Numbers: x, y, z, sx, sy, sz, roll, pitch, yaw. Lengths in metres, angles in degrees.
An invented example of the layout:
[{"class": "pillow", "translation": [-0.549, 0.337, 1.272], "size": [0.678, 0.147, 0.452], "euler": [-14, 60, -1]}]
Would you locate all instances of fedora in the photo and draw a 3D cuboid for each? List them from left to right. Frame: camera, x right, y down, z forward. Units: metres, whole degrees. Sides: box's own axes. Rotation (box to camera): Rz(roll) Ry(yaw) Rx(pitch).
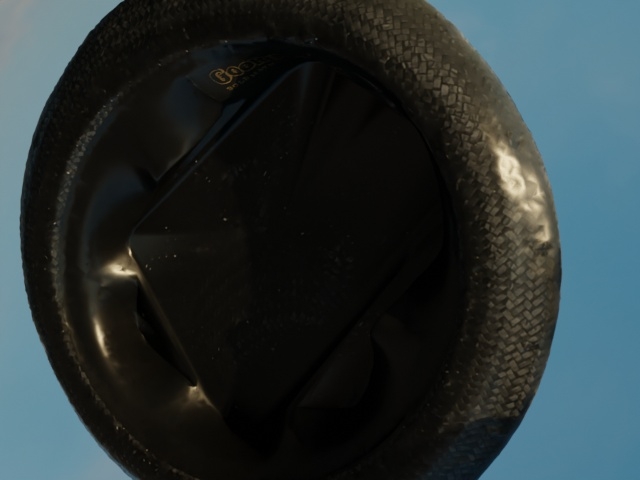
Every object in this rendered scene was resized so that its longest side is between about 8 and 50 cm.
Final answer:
[{"class": "fedora", "translation": [0.000, 0.000, 0.836], "size": [0.334, 0.334, 0.152], "euler": [-35, 174, 37]}]
